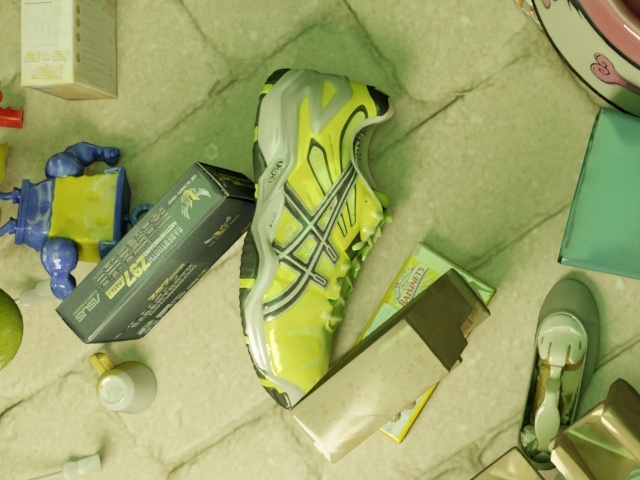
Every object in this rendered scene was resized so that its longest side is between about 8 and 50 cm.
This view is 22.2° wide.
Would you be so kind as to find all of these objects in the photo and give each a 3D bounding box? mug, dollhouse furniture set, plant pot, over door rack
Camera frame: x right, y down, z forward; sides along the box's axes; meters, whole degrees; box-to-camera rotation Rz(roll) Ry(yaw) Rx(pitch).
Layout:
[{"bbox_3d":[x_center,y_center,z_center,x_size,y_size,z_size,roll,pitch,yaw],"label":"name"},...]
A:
[{"bbox_3d":[-0.238,0.171,1.904,0.078,0.064,0.062,17,93,14],"label":"mug"},{"bbox_3d":[0.177,0.252,1.686,0.362,0.256,0.394,-40,89,17],"label":"dollhouse furniture set"},{"bbox_3d":[0.383,-0.027,1.711,0.234,0.166,0.166,15,92,7],"label":"plant pot"},{"bbox_3d":[-0.433,0.202,1.941,0.324,0.108,0.240,-15,85,-1],"label":"over door rack"}]

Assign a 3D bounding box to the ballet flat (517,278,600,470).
[{"bbox_3d":[0.260,0.148,1.780,0.072,0.068,0.213,10,90,14],"label":"ballet flat"}]

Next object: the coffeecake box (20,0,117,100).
[{"bbox_3d":[-0.290,-0.263,1.893,0.068,0.142,0.186,-1,87,13],"label":"coffeecake box"}]

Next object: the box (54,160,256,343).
[{"bbox_3d":[-0.172,0.017,1.833,0.233,0.183,0.059,-46,78,7],"label":"box"}]

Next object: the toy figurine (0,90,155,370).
[{"bbox_3d":[-0.288,-0.018,1.848,0.217,0.191,0.363,4,58,-7],"label":"toy figurine"}]

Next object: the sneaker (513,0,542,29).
[{"bbox_3d":[0.285,-0.253,1.787,0.215,0.084,0.083,39,94,3],"label":"sneaker"}]

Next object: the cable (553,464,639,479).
[{"bbox_3d":[0.359,0.325,1.740,0.257,0.089,0.257,-2,86,14],"label":"cable"}]

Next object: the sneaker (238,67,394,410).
[{"bbox_3d":[0.000,0.000,1.812,0.147,0.145,0.385,2,90,14],"label":"sneaker"}]

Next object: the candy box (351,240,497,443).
[{"bbox_3d":[0.101,0.115,1.841,0.105,0.027,0.206,33,96,16],"label":"candy box"}]

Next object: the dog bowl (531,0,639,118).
[{"bbox_3d":[0.418,-0.318,1.675,0.408,0.150,0.408,0,84,2],"label":"dog bowl"}]
